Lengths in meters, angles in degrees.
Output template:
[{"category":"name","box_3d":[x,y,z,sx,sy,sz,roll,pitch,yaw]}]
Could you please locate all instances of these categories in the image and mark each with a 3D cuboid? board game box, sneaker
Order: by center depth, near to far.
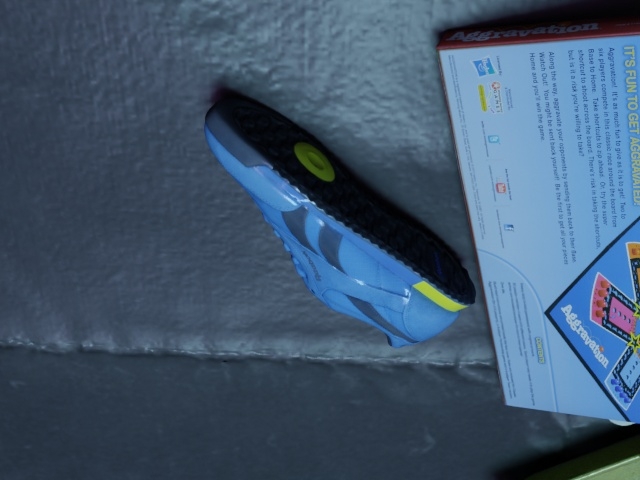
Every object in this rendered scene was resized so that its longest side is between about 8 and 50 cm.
[{"category":"board game box","box_3d":[0.166,0.003,0.501,0.145,0.027,0.281,4,128,29]},{"category":"sneaker","box_3d":[0.000,0.000,0.512,0.209,0.069,0.082,38,121,-21]}]

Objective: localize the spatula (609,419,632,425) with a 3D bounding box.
[{"category":"spatula","box_3d":[0.318,0.104,0.534,0.242,0.168,0.019,-35,156,25]}]

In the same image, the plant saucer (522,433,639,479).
[{"category":"plant saucer","box_3d":[0.260,0.221,0.661,0.188,0.045,0.188,-28,118,19]}]
